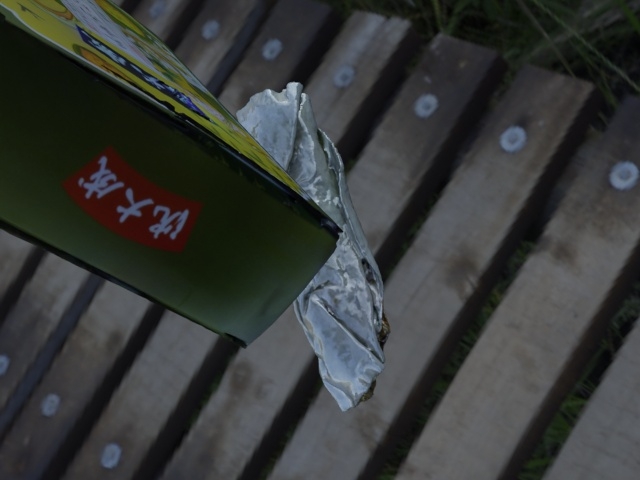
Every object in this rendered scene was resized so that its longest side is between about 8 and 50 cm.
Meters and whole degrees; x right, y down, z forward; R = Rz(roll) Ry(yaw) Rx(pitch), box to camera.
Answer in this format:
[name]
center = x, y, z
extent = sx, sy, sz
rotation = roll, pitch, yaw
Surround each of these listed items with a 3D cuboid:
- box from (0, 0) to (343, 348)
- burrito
[box]
center = -0.222, -0.133, 0.951
extent = 0.138, 0.373, 0.420
rotation = -49, 44, 7
[burrito]
center = 0.000, 0.000, 1.374
extent = 0.117, 0.076, 0.392
rotation = -26, 75, 30
